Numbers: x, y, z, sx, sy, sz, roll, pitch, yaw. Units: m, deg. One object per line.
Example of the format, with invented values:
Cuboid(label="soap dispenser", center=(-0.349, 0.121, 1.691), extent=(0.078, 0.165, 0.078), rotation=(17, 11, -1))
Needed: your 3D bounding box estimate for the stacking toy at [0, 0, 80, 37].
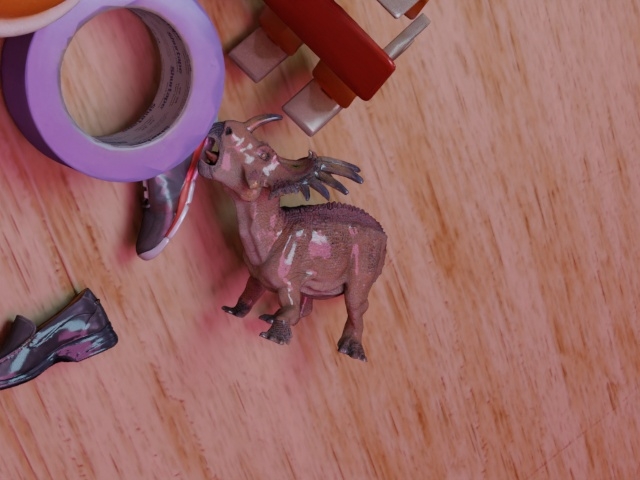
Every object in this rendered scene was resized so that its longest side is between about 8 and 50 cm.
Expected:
Cuboid(label="stacking toy", center=(-0.132, -0.361, 1.426), extent=(0.351, 0.480, 0.350), rotation=(15, 71, -50))

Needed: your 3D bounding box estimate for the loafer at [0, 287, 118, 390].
Cuboid(label="loafer", center=(-0.275, 0.099, 1.801), extent=(0.170, 0.062, 0.061), rotation=(-23, 96, -31))

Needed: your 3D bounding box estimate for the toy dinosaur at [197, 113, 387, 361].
Cuboid(label="toy dinosaur", center=(0.000, 0.000, 1.883), extent=(0.296, 0.127, 0.200), rotation=(17, 95, -53))

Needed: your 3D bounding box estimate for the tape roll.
Cuboid(label="tape roll", center=(-0.187, -0.151, 1.733), extent=(0.189, 0.080, 0.189), rotation=(-6, 103, -25))

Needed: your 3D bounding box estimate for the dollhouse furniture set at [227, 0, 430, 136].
Cuboid(label="dollhouse furniture set", center=(-0.034, -0.232, 1.738), extent=(0.259, 0.262, 0.135), rotation=(45, 63, 2))

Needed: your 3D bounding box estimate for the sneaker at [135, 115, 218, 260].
Cuboid(label="sneaker", center=(-0.153, -0.060, 1.834), extent=(0.065, 0.061, 0.158), rotation=(22, 88, -18))
